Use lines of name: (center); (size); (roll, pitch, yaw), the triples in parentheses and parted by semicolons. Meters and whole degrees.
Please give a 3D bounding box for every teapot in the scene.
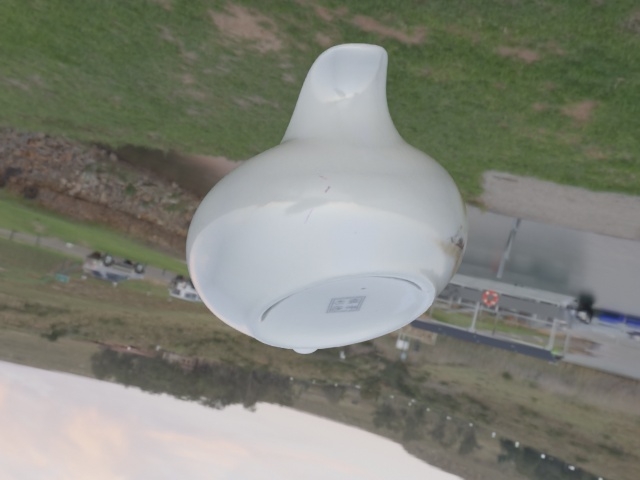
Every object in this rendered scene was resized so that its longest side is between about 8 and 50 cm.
teapot: (0.000, 0.000, 0.487); (0.205, 0.139, 0.298); (-2, 151, -22)
